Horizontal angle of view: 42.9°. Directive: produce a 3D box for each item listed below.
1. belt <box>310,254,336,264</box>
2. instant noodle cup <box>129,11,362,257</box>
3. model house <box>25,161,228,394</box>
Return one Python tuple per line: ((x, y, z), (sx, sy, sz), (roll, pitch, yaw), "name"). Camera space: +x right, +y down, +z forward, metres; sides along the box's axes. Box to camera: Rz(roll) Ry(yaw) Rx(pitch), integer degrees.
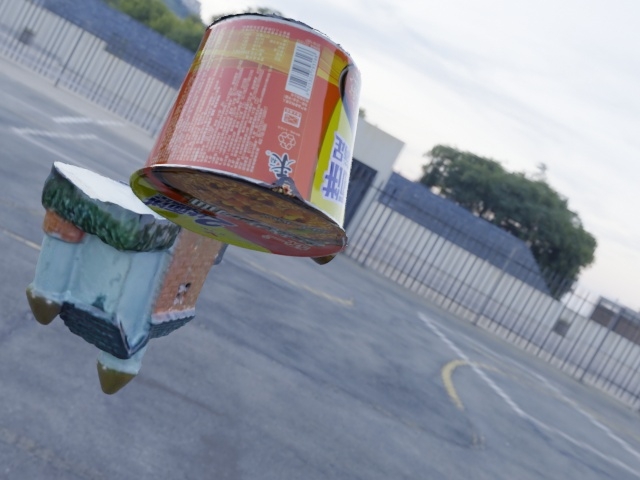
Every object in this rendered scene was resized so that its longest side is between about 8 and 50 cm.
((0.000, 0.000, 1.206), (0.036, 0.059, 0.083), (41, 7, -25), "belt")
((-0.055, -0.099, 0.777), (0.213, 0.174, 0.213), (14, -16, 4), "instant noodle cup")
((-0.274, 0.065, 1.105), (0.184, 0.291, 0.253), (18, 4, 20), "model house")
